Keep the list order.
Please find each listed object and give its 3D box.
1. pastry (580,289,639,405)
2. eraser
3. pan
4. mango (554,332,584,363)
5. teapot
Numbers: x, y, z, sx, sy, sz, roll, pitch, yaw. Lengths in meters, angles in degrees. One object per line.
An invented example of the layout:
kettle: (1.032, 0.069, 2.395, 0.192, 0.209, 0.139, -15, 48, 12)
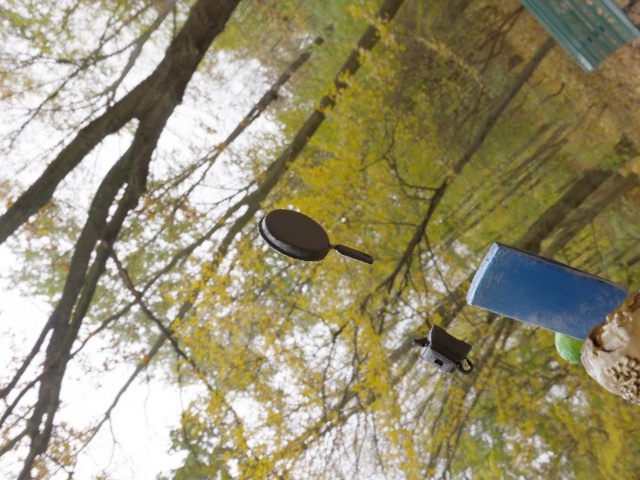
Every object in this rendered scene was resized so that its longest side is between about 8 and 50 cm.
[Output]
pastry: (0.598, 0.178, 0.923, 0.311, 0.255, 0.162, 9, -142, -47)
eraser: (0.470, 0.112, 1.110, 0.312, 0.144, 0.042, 18, -159, -10)
pan: (0.000, 0.000, 0.963, 0.235, 0.028, 0.136, 16, -148, -24)
mango: (0.651, 0.222, 1.315, 0.119, 0.178, 0.100, 29, 159, 33)
teapot: (0.331, 0.310, 1.443, 0.177, 0.087, 0.096, 31, -143, 14)
